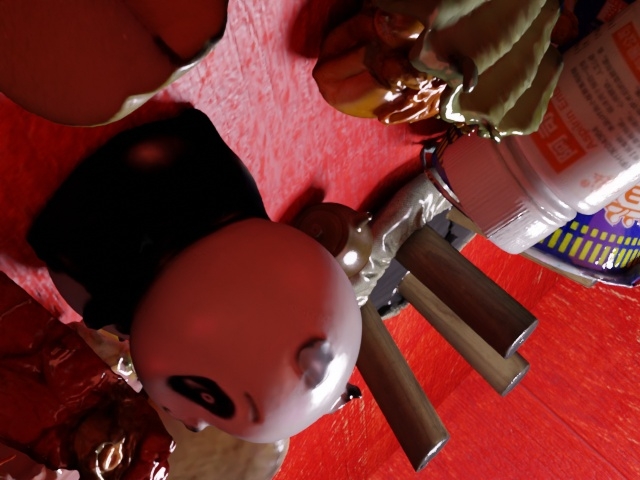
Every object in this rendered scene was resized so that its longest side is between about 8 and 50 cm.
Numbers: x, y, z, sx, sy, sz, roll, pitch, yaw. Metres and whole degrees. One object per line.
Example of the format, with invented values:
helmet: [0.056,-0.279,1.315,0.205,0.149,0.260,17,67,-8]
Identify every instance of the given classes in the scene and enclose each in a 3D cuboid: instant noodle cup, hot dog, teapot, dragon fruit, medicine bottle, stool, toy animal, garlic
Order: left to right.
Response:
dragon fruit: [-0.188,0.114,1.034,0.092,0.192,0.122,-50,-179,-18]
garlic: [-0.168,0.211,1.497,0.196,0.151,0.338,21,121,-45]
toy animal: [-0.078,0.038,1.078,0.165,0.235,0.187,-41,164,-3]
teapot: [0.000,0.000,1.495,0.121,0.076,0.068,-21,160,16]
stool: [0.160,0.065,1.801,0.310,0.226,0.310,-32,159,-50]
hot dog: [0.119,-0.168,1.305,0.158,0.117,0.349,-53,165,20]
medicine bottle: [0.247,-0.103,1.410,0.252,0.144,0.144,-38,170,25]
instant noodle cup: [0.295,-0.155,1.586,0.284,0.284,0.312,-19,140,-61]

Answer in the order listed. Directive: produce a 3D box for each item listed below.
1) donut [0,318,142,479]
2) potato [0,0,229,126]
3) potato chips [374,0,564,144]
donut: [-0.243,0.162,1.190,0.233,0.085,0.199,-37,161,-36]
potato: [-0.108,-0.109,0.776,0.081,0.149,0.120,-27,157,-41]
potato chips: [0.136,-0.259,1.085,0.389,0.097,0.373,-7,111,-64]
